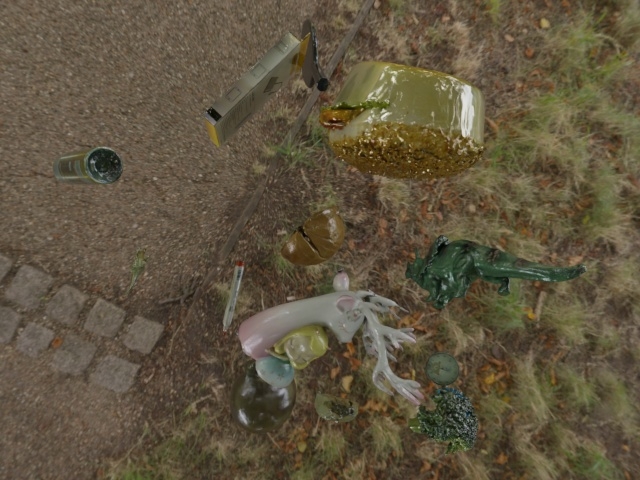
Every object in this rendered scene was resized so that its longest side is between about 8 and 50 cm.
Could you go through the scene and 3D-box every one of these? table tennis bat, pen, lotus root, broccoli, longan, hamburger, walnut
[{"bbox_3d":[-0.020,-0.418,1.004,0.027,0.236,0.150,-6,137,-12],"label":"table tennis bat"},{"bbox_3d":[-0.249,0.162,1.220,0.026,0.026,0.218,13,92,-8],"label":"pen"},{"bbox_3d":[0.051,0.527,1.336,0.143,0.144,0.070,16,78,0],"label":"lotus root"},{"bbox_3d":[0.282,0.416,0.994,0.160,0.167,0.154,-35,97,34],"label":"broccoli"},{"bbox_3d":[-0.152,0.402,1.135,0.184,0.159,0.205,-27,112,-32],"label":"longan"},{"bbox_3d":[0.146,-0.196,0.770,0.294,0.276,0.179,14,98,7],"label":"hamburger"},{"bbox_3d":[0.002,0.001,0.991,0.087,0.211,0.167,44,104,9],"label":"walnut"}]

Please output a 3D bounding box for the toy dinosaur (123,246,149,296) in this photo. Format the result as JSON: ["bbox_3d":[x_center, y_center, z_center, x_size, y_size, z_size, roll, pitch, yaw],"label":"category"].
[{"bbox_3d":[-0.348,0.053,0.817,0.026,0.113,0.041,21,137,-22],"label":"toy dinosaur"}]

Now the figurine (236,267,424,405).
[{"bbox_3d":[0.040,0.202,0.888,0.315,0.206,0.284,-28,105,25],"label":"figurine"}]

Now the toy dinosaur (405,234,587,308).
[{"bbox_3d":[0.228,0.059,0.655,0.079,0.292,0.120,22,86,-30],"label":"toy dinosaur"}]

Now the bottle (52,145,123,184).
[{"bbox_3d":[-0.553,-0.172,1.010,0.082,0.286,0.082,-7,100,-43],"label":"bottle"}]

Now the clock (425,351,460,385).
[{"bbox_3d":[0.306,0.322,1.079,0.085,0.017,0.085,-3,82,19],"label":"clock"}]

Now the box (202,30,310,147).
[{"bbox_3d":[-0.119,-0.284,0.804,0.033,0.129,0.247,43,79,-2],"label":"box"}]
